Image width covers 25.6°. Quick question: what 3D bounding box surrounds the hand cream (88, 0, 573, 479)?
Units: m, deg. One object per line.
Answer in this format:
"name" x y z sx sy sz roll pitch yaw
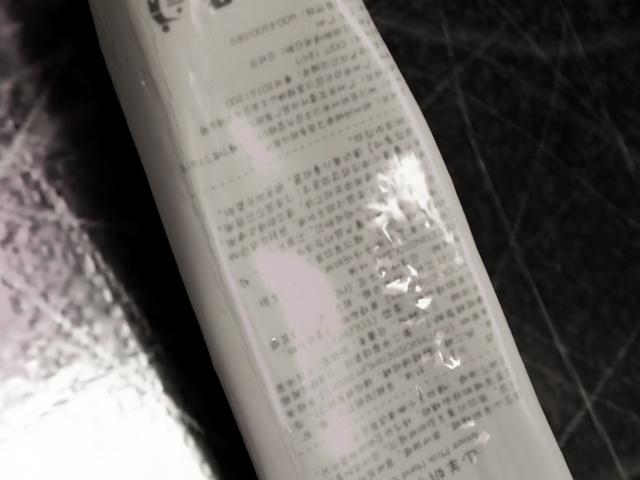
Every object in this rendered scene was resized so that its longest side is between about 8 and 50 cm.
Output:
"hand cream" 0.000 0.000 0.494 0.121 0.076 0.336 -25 94 -26
